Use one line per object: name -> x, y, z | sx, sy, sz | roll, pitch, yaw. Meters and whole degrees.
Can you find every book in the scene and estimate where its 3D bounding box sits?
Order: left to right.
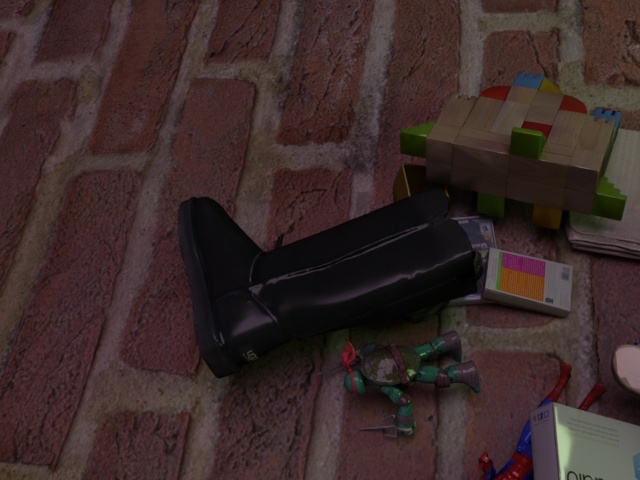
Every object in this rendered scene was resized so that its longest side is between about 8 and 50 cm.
book -> 0.349, 0.068, 1.396 | 0.144, 0.035, 0.096 | 14, 54, 4

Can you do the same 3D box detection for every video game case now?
video game case -> 0.216, 0.037, 1.458 | 0.191, 0.022, 0.173 | -5, 57, 5

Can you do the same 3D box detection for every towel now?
towel -> 0.545, -0.088, 1.476 | 0.187, 0.049, 0.282 | 12, 58, 15

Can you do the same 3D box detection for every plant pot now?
plant pot -> 0.173, -0.079, 1.498 | 0.082, 0.083, 0.081 | 6, 54, -20

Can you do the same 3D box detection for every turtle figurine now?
turtle figurine -> 0.121, 0.216, 1.307 | 0.234, 0.118, 0.175 | -13, 56, -7

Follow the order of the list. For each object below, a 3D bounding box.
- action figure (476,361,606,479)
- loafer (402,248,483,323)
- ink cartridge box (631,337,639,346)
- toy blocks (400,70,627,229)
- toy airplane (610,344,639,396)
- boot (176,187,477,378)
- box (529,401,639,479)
action figure -> 0.315, 0.293, 1.213 | 0.091, 0.139, 0.280 | 31, 69, 25
loafer -> 0.201, 0.071, 1.387 | 0.170, 0.061, 0.062 | -40, 61, -15
ink cartridge box -> 0.548, 0.165, 1.320 | 0.115, 0.029, 0.063 | -37, 59, -15
toy blocks -> 0.365, -0.191, 1.466 | 0.382, 0.190, 0.261 | 14, 47, 21
toy airplane -> 0.664, 0.237, 1.146 | 0.384, 0.272, 0.386 | -31, 82, 15
boot -> 0.001, 0.002, 1.388 | 0.445, 0.146, 0.367 | -23, 53, 7
box -> 0.396, 0.397, 1.106 | 0.232, 0.058, 0.321 | 18, 57, -21
